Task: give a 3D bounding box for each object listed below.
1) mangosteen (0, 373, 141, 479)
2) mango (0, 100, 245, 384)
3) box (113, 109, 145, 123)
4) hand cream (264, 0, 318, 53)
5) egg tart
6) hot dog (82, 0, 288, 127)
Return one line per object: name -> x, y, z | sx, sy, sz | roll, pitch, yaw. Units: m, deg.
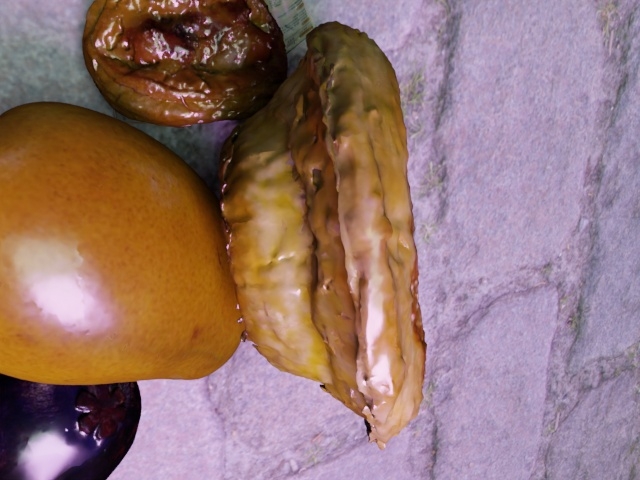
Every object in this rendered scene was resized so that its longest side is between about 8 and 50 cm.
mangosteen -> -0.318, 0.210, 0.593 | 0.231, 0.194, 0.194 | -27, 128, 23
mango -> -0.205, 0.022, 0.535 | 0.378, 0.221, 0.263 | 44, 41, -49
box -> -0.196, -0.159, 0.609 | 0.083, 0.012, 0.046 | -6, 110, -28
hand cream -> -0.050, -0.304, 0.632 | 0.061, 0.039, 0.143 | -44, 133, -17
egg tart -> 0.000, 0.000, 0.568 | 0.178, 0.443, 0.442 | -8, 115, 2
hot dog -> -0.134, -0.205, 0.576 | 0.227, 0.099, 0.160 | -20, 101, -30
